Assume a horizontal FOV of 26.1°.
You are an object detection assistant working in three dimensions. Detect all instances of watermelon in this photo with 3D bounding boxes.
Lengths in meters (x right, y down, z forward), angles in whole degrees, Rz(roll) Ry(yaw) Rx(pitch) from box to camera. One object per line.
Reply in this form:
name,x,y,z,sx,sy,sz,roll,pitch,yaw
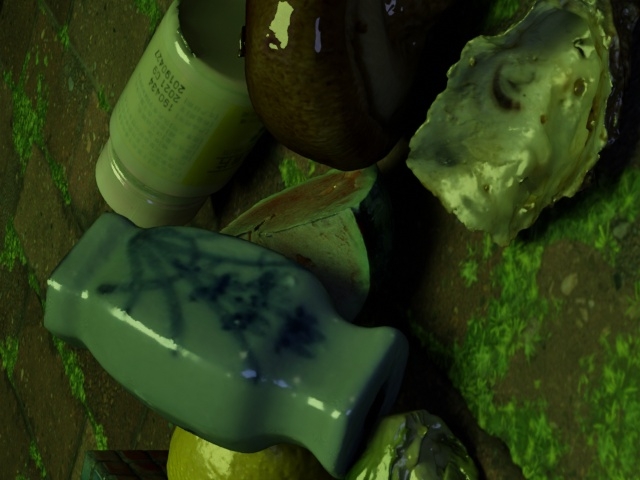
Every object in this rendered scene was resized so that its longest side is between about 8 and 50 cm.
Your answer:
watermelon,0.000,0.000,1.722,0.305,0.180,0.224,-17,69,50

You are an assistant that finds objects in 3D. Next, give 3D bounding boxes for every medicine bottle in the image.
medicine bottle,-0.194,-0.193,2.083,0.379,0.213,0.213,-50,43,46

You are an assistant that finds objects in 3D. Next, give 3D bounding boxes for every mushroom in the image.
mushroom,0.050,-0.249,1.586,0.259,0.345,0.345,2,86,24

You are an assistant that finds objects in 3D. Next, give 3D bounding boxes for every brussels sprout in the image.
brussels sprout,0.095,0.285,1.539,0.145,0.131,0.183,-46,54,45

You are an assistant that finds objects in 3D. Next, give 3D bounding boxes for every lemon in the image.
lemon,-0.080,0.279,1.768,0.288,0.233,0.233,-60,36,33

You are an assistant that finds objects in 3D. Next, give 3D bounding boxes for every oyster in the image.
oyster,0.237,-0.132,1.419,0.204,0.111,0.396,59,136,24

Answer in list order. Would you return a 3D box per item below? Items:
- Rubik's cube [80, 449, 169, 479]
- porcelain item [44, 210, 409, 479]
Rubik's cube,-0.217,0.449,1.971,0.237,0.238,0.237,37,116,59
porcelain item,-0.112,0.113,1.624,0.242,0.405,0.178,-55,-20,-34
